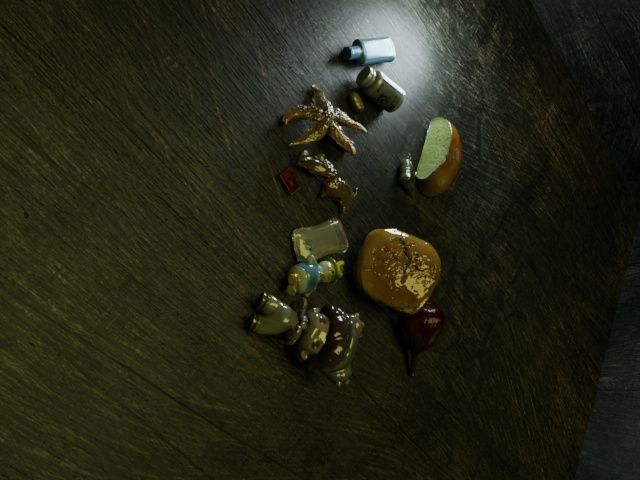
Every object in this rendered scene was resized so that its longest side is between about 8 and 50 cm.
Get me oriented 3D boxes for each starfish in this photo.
[{"bbox_3d":[0.023,-0.408,1.853,0.303,0.060,0.299,23,59,-13],"label":"starfish"}]

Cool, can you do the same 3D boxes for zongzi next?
[{"bbox_3d":[0.360,-0.269,2.170,0.130,0.062,0.154,49,37,-47],"label":"zongzi"}]

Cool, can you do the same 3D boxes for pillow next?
[{"bbox_3d":[0.000,0.000,1.829,0.233,0.038,0.130,-17,91,-37],"label":"pillow"}]

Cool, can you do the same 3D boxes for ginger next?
[{"bbox_3d":[0.019,-0.217,1.865,0.122,0.084,0.290,-50,118,-7],"label":"ginger"}]

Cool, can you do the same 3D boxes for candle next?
[{"bbox_3d":[0.080,-0.365,1.945,0.131,0.052,0.052,32,64,-31],"label":"candle"}]

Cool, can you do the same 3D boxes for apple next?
[{"bbox_3d":[0.511,-0.352,2.244,0.179,0.254,0.345,15,68,7],"label":"apple"}]

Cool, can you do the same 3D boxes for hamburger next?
[{"bbox_3d":[0.274,0.110,1.911,0.305,0.174,0.284,23,70,1],"label":"hamburger"}]

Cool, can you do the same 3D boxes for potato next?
[{"bbox_3d":[0.137,-0.525,2.024,0.051,0.040,0.083,-46,113,-44],"label":"potato"}]

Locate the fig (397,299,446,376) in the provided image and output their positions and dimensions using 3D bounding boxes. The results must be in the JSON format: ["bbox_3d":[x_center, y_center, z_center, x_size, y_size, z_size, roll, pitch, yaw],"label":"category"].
[{"bbox_3d":[0.395,0.365,2.004,0.191,0.191,0.290,-11,89,-39],"label":"fig"}]

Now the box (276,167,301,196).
[{"bbox_3d":[-0.107,-0.196,1.785,0.051,0.023,0.082,-42,108,-34],"label":"box"}]

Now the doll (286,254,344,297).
[{"bbox_3d":[-0.018,0.114,1.760,0.241,0.099,0.135,-12,87,-38],"label":"doll"}]

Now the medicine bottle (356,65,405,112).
[{"bbox_3d":[0.233,-0.591,2.068,0.192,0.107,0.106,28,66,-32],"label":"medicine bottle"}]

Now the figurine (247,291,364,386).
[{"bbox_3d":[-0.041,0.292,1.662,0.381,0.203,0.248,27,60,-20],"label":"figurine"}]

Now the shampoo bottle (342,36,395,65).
[{"bbox_3d":[0.189,-0.744,2.088,0.259,0.061,0.103,-22,97,-39],"label":"shampoo bottle"}]
